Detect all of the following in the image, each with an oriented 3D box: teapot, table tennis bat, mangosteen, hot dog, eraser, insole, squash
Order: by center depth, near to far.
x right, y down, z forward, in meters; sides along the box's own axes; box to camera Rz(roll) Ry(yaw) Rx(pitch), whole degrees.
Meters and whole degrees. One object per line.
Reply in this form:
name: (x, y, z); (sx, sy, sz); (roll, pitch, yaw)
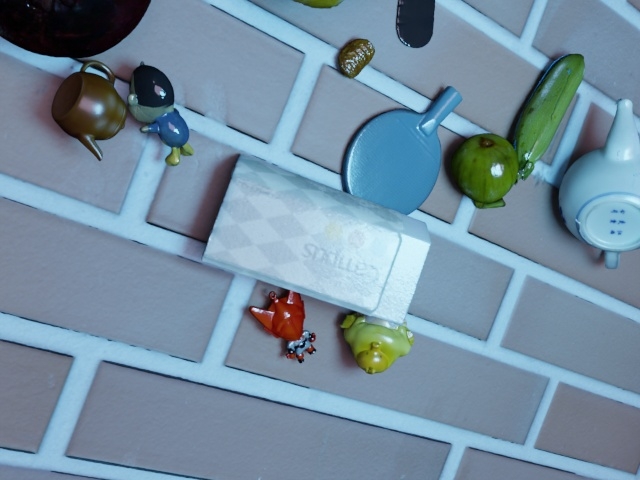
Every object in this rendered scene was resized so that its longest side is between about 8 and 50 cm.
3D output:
mangosteen: (-0.385, -0.422, 0.854); (0.297, 0.293, 0.297); (-25, 148, -16)
teapot: (-0.368, -0.216, 0.982); (0.116, 0.116, 0.173); (11, 67, -24)
eraser: (0.000, 0.000, 1.126); (0.396, 0.082, 0.213); (20, 90, -10)
hot dog: (0.068, -0.359, 1.174); (0.083, 0.035, 0.058); (-49, 113, -9)
insole: (0.210, -0.570, 1.215); (0.119, 0.009, 0.349); (3, 97, -22)
table tennis bat: (0.179, -0.188, 1.248); (0.215, 0.044, 0.329); (42, 84, -22)
squash: (0.494, -0.274, 1.339); (0.094, 0.094, 0.341); (31, 82, -24)
teapot: (0.691, -0.114, 1.387); (0.280, 0.252, 0.424); (-59, 143, -44)

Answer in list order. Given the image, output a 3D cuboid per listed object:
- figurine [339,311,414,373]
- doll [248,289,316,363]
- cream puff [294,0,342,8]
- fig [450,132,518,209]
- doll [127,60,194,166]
figurine: (0.125, 0.159, 1.239); (0.156, 0.131, 0.246); (15, 95, 10)
doll: (-0.061, 0.170, 1.194); (0.109, 0.057, 0.169); (-34, 109, -17)
cream puff: (0.017, -0.548, 1.014); (0.327, 0.231, 0.343); (25, 88, -26)
fig: (0.349, -0.142, 1.294); (0.142, 0.186, 0.148); (38, 52, 18)
doll: (-0.278, -0.217, 1.027); (0.102, 0.088, 0.179); (-52, 135, -53)
